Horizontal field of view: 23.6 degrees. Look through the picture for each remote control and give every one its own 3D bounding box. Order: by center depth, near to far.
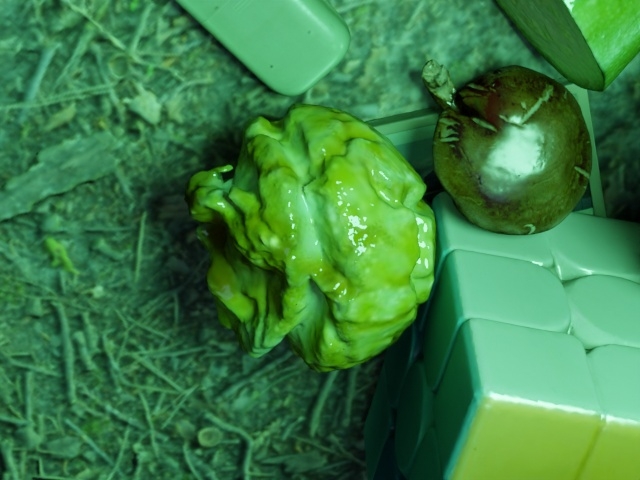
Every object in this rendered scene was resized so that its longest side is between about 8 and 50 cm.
[{"bbox_3d":[-0.100,-0.231,1.196,0.090,0.038,0.309,-41,114,19],"label":"remote control"}]

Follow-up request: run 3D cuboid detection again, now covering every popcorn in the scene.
[{"bbox_3d":[0.000,0.000,1.241,0.183,0.204,0.221,-27,131,-32],"label":"popcorn"}]

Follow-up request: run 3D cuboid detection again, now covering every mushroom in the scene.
[{"bbox_3d":[0.146,-0.084,1.237,0.170,0.080,0.135,41,73,-3],"label":"mushroom"}]

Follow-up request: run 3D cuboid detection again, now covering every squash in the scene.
[{"bbox_3d":[0.199,-0.206,1.157,0.123,0.170,0.170,-36,116,5],"label":"squash"}]

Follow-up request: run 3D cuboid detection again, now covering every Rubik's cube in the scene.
[{"bbox_3d":[0.211,0.169,1.288,0.291,0.290,0.292,10,124,-10],"label":"Rubik's cube"}]

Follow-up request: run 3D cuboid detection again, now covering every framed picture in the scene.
[{"bbox_3d":[0.139,-0.055,1.321,0.203,0.015,0.150,-11,121,5],"label":"framed picture"}]
